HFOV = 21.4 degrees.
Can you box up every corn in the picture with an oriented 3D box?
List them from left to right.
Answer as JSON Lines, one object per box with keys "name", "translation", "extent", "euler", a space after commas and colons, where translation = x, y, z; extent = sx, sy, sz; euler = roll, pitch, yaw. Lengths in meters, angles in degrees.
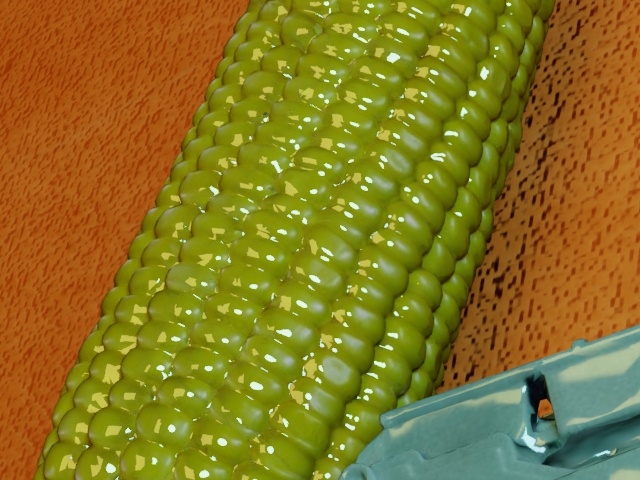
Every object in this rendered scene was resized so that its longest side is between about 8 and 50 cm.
{"name": "corn", "translation": [0.000, 0.000, 0.682], "extent": [0.144, 0.144, 0.387], "euler": [8, 66, 42]}

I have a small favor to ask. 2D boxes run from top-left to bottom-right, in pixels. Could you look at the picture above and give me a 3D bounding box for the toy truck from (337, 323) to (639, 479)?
{"name": "toy truck", "translation": [0.159, 0.085, 0.495], "extent": [0.338, 0.133, 0.184], "euler": [-28, 49, 24]}
